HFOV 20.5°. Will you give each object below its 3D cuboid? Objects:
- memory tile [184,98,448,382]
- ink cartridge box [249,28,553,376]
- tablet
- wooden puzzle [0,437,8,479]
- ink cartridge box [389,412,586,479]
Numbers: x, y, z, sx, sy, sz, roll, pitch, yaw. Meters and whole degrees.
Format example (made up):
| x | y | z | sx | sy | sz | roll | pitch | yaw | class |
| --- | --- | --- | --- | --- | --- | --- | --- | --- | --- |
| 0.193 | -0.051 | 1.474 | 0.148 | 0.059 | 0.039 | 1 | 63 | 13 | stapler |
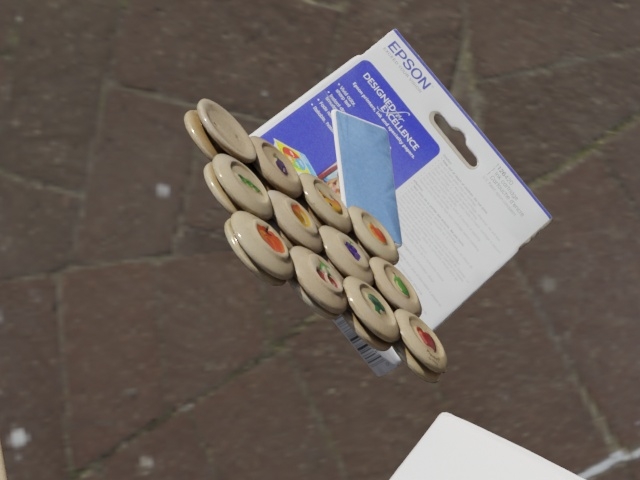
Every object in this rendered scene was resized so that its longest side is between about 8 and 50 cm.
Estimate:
| x | y | z | sx | sy | sz | roll | pitch | yaw | class |
| --- | --- | --- | --- | --- | --- | --- | --- | --- | --- |
| 0.000 | 0.000 | 0.811 | 0.012 | 0.148 | 0.113 | -41 | 43 | 18 | memory tile |
| 0.076 | -0.050 | 2.047 | 0.303 | 0.307 | 0.072 | 51 | 142 | 0 | ink cartridge box |
| 0.028 | -0.038 | 1.107 | 0.006 | 0.054 | 0.083 | -24 | 63 | 37 | tablet |
| -0.290 | 0.135 | 1.118 | 0.080 | 0.348 | 0.322 | -15 | 73 | 5 | wooden puzzle |
| 0.140 | 0.285 | 1.106 | 0.197 | 0.270 | 0.198 | 24 | 68 | 45 | ink cartridge box |
